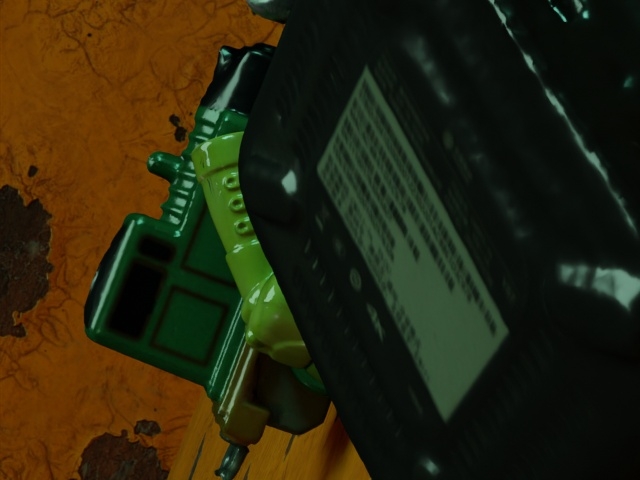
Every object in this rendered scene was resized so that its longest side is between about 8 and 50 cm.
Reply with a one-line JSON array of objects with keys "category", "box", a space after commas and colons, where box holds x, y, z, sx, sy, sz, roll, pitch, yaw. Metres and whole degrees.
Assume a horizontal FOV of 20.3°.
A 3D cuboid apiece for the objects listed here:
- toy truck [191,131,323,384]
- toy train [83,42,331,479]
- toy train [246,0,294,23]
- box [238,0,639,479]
[{"category": "toy truck", "box": [0.011, 0.018, 1.272, 0.148, 0.210, 0.187, 133, 139, -73]}, {"category": "toy train", "box": [-0.049, -0.006, 1.557, 0.178, 0.249, 0.429, -177, 107, -84]}, {"category": "toy train", "box": [0.095, -0.200, 0.945, 0.307, 0.173, 0.249, 18, 86, 55]}, {"category": "box", "box": [0.062, -0.002, 0.770, 0.290, 0.073, 0.289, 63, 149, 24]}]
